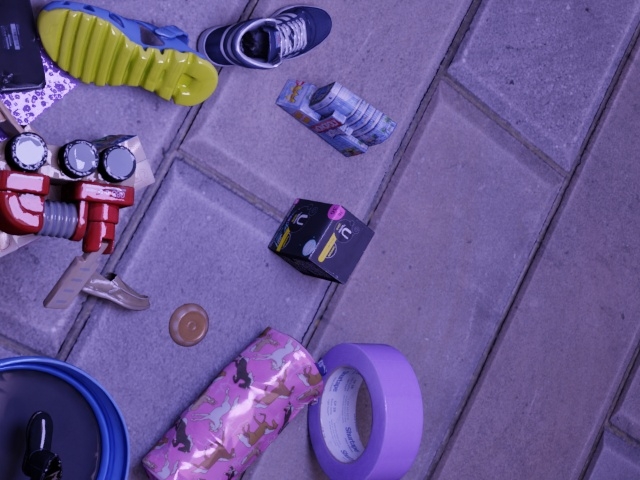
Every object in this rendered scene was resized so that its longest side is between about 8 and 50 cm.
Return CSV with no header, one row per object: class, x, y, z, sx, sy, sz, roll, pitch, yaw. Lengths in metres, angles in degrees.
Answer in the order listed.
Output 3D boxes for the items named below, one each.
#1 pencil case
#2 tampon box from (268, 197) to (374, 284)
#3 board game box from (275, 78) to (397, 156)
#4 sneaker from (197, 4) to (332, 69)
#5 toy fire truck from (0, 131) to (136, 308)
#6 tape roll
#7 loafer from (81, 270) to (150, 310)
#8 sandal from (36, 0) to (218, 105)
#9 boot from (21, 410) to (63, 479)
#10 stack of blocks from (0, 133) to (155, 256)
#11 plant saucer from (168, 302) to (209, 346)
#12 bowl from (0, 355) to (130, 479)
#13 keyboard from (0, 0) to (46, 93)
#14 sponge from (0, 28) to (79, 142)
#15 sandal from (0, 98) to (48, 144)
pencil case,-0.159,0.344,2.050,0.386,0.167,0.160,-45,152,-19
tampon box,0.000,0.000,2.097,0.101,0.161,0.120,37,76,-30
board game box,0.021,-0.240,2.088,0.194,0.194,0.060,31,79,-17
sneaker,-0.070,-0.374,2.009,0.282,0.153,0.099,-19,106,-29
toy fire truck,-0.406,-0.023,1.664,0.217,0.158,0.247,6,82,-34
tape roll,0.083,0.338,2.126,0.090,0.274,0.275,5,94,-31
loafer,-0.364,0.085,1.944,0.148,0.056,0.050,21,91,-32
sandal,-0.333,-0.332,1.875,0.317,0.138,0.126,18,125,-30
boot,-0.455,0.351,1.806,0.045,0.099,0.121,12,90,-34
stack of blocks,-0.445,-0.080,1.804,0.297,0.171,0.087,-29,110,-27
plant saucer,-0.244,0.160,2.053,0.083,0.015,0.084,-4,98,-31
bowl,-0.521,0.386,1.874,0.391,0.077,0.391,-5,99,-31
keyboard,-0.518,-0.329,1.788,0.108,0.023,0.180,-10,86,-28
sponge,-0.517,-0.244,1.821,0.210,0.031,0.117,-43,115,-19
sandal,-0.542,-0.196,1.742,0.240,0.088,0.079,46,67,-32
